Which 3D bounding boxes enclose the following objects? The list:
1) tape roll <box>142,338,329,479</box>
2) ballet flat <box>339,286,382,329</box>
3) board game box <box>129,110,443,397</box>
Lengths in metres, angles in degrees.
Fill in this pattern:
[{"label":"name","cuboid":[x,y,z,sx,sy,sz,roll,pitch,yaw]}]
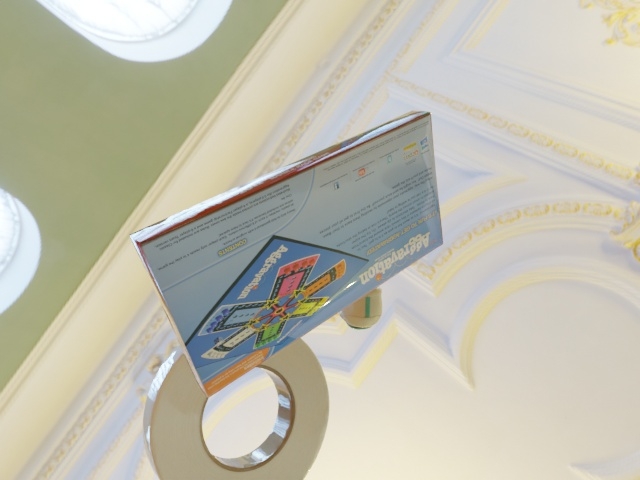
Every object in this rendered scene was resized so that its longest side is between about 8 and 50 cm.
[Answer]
[{"label":"tape roll","cuboid":[-0.159,0.358,0.955,0.072,0.392,0.391,-12,-118,57]},{"label":"ballet flat","cuboid":[0.038,0.053,0.784,0.086,0.086,0.248,-48,-150,4]},{"label":"board game box","cuboid":[0.000,0.000,0.403,0.281,0.144,0.027,-29,-150,-27]}]
